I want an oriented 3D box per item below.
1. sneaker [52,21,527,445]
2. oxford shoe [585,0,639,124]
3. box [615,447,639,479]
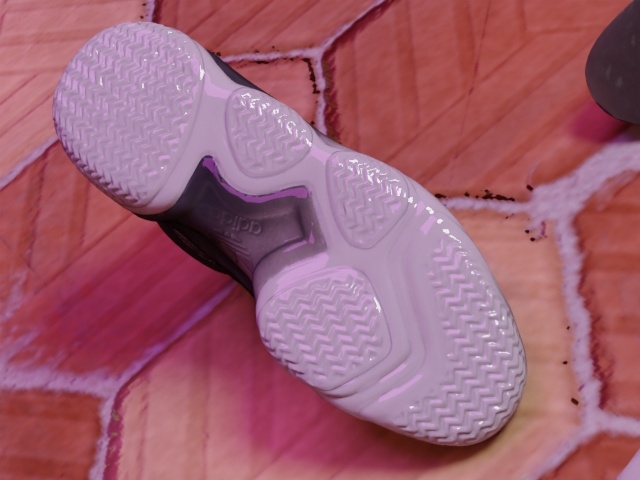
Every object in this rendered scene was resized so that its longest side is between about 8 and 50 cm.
[{"bbox_3d":[0.000,0.000,0.896,0.268,0.153,0.101,40,93,18],"label":"sneaker"},{"bbox_3d":[0.226,-0.122,0.903,0.212,0.076,0.076,-30,6,10],"label":"oxford shoe"},{"bbox_3d":[0.255,0.114,0.450,0.215,0.168,0.345,-55,32,19],"label":"box"}]
